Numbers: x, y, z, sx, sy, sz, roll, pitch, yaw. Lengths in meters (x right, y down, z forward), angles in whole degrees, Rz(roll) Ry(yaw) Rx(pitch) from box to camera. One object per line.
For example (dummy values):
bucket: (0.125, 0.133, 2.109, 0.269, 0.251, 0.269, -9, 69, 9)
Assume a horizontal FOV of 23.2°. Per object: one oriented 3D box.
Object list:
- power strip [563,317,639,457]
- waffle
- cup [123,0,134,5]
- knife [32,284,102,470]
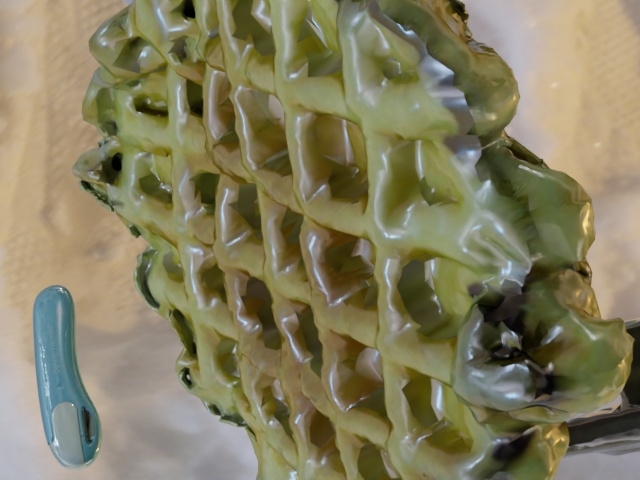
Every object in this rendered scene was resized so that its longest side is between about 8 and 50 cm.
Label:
power strip: (0.236, 0.051, 0.768, 0.251, 0.257, 0.092, -7, 85, 21)
waffle: (0.000, 0.000, 0.646, 0.073, 0.317, 0.297, -24, 71, -28)
cup: (-0.187, -0.336, 1.831, 0.104, 0.116, 0.074, -25, 58, -30)
knife: (-0.281, 0.150, 1.717, 0.064, 0.031, 0.222, -16, 63, 4)
